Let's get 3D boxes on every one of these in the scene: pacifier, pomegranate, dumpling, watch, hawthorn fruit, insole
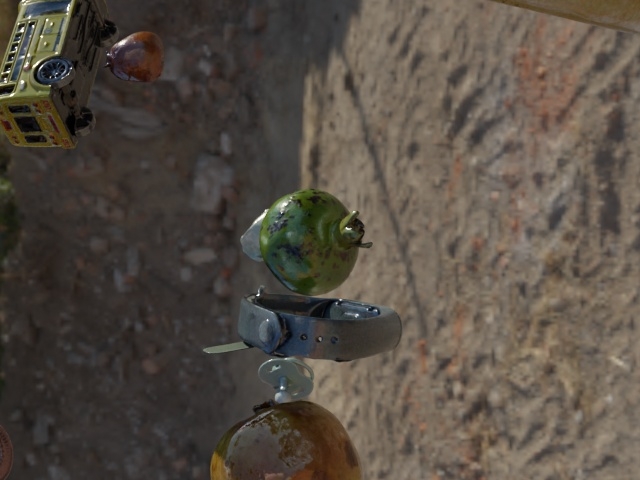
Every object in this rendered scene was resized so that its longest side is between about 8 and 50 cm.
[{"bbox_3d":[-0.078,0.348,2.537,0.150,0.126,0.117,54,-157,-31],"label":"pacifier"},{"bbox_3d":[-0.048,0.321,1.497,0.215,0.215,0.215,180,90,-72],"label":"pomegranate"},{"bbox_3d":[-0.097,-0.016,2.582,0.134,0.169,0.100,42,137,12],"label":"dumpling"},{"bbox_3d":[-0.014,0.103,1.309,0.206,0.193,0.068,11,96,56],"label":"watch"},{"bbox_3d":[0.000,0.000,2.051,0.263,0.211,0.211,-12,77,39],"label":"pomegranate"},{"bbox_3d":[-0.288,-0.282,1.633,0.081,0.093,0.081,178,90,-83],"label":"hawthorn fruit"},{"bbox_3d":[-0.074,0.124,1.296,0.053,0.152,0.002,5,101,57],"label":"insole"}]

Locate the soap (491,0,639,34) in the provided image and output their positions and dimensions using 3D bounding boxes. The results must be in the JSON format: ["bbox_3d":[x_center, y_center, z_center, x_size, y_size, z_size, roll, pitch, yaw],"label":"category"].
[{"bbox_3d":[0.297,-0.409,1.230,0.156,0.335,0.293,-141,63,-67],"label":"soap"}]

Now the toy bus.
[{"bbox_3d":[-0.456,-0.321,1.823,0.145,0.151,0.331,75,-165,-52],"label":"toy bus"}]

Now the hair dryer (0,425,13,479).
[{"bbox_3d":[-0.661,0.270,1.761,0.210,0.125,0.352,-26,84,38],"label":"hair dryer"}]
